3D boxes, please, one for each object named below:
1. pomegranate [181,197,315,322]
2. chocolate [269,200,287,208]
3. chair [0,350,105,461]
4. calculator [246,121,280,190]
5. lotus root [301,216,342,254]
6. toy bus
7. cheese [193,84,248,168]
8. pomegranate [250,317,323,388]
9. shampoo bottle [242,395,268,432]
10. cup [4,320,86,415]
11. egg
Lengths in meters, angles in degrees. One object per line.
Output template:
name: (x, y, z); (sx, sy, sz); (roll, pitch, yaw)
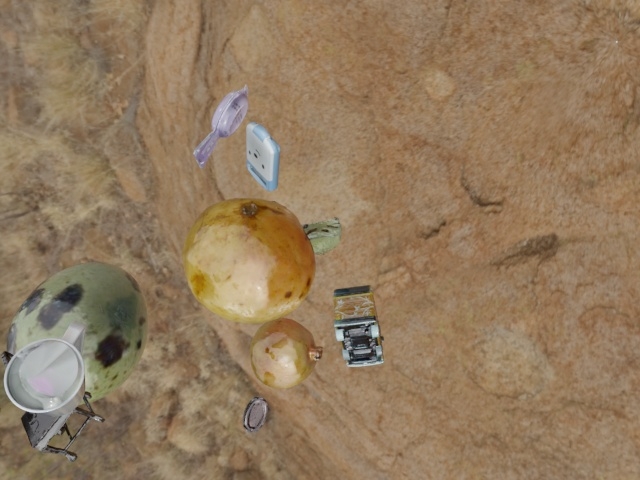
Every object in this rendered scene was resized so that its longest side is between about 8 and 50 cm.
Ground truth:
pomegranate: (-0.210, 0.078, 1.563); (0.410, 0.410, 0.409); (10, 112, 25)
chocolate: (-0.215, -0.052, 1.958); (0.147, 0.221, 0.221); (18, 118, 48)
chair: (-0.542, 0.317, 1.047); (0.106, 0.113, 0.229); (27, 165, 46)
calculator: (-0.153, -0.218, 1.444); (0.121, 0.039, 0.210); (50, 154, 22)
lotus root: (0.003, 0.002, 1.725); (0.144, 0.143, 0.070); (81, 171, -56)
toy bus: (0.123, 0.276, 1.733); (0.139, 0.167, 0.275); (-8, 139, 7)
cheese: (-0.199, -0.237, 1.117); (0.042, 0.105, 0.190); (30, 78, 3)
pomegranate: (-0.117, 0.406, 1.968); (0.271, 0.229, 0.252); (-1, 120, 16)
shampoo bottle: (-0.241, 0.643, 2.030); (0.084, 0.129, 0.323); (17, 162, -1)
cup: (-0.293, 0.145, 0.611); (0.074, 0.104, 0.116); (22, 152, -8)
egg: (-0.652, 0.245, 1.511); (0.345, 0.428, 0.345); (9, 135, 10)
